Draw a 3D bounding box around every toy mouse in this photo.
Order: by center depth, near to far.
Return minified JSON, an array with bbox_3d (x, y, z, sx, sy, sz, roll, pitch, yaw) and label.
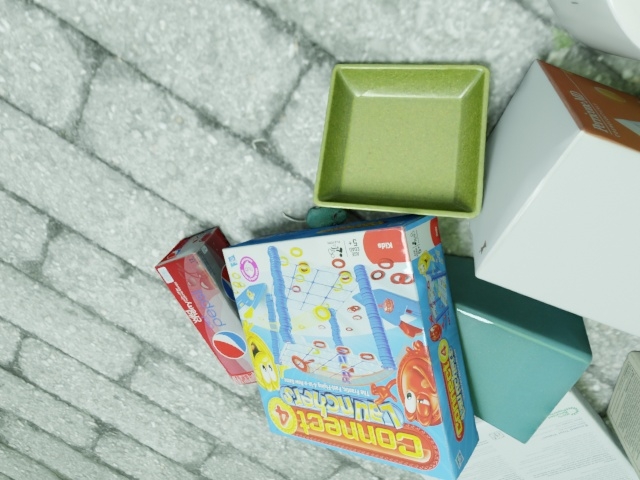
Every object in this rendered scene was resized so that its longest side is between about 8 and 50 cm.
[{"bbox_3d":[0.000,0.000,0.653,0.143,0.031,0.161,32,120,-6],"label":"toy mouse"}]

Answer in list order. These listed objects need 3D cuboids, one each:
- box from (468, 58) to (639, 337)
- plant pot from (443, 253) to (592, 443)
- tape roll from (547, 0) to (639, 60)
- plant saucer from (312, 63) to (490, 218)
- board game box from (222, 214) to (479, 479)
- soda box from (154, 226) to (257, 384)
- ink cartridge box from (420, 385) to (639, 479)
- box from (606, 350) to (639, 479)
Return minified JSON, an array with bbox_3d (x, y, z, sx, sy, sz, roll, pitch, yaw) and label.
[{"bbox_3d":[0.355,-0.025,0.446,0.345,0.215,0.168,20,129,0],"label":"box"},{"bbox_3d":[0.211,0.122,0.606,0.234,0.166,0.165,24,121,12],"label":"plant pot"},{"bbox_3d":[0.337,-0.275,0.351,0.246,0.169,0.246,5,119,9],"label":"tape roll"},{"bbox_3d":[0.098,-0.118,0.513,0.188,0.045,0.188,6,78,13],"label":"plant saucer"},{"bbox_3d":[0.028,0.133,0.582,0.308,0.086,0.302,-7,99,39],"label":"board game box"},{"bbox_3d":[-0.157,0.116,0.715,0.083,0.092,0.263,-18,113,20],"label":"soda box"},{"bbox_3d":[0.367,0.407,0.777,0.324,0.071,0.330,-34,110,25],"label":"ink cartridge box"},{"bbox_3d":[0.511,0.305,0.547,0.121,0.311,0.148,3,119,10],"label":"box"}]
